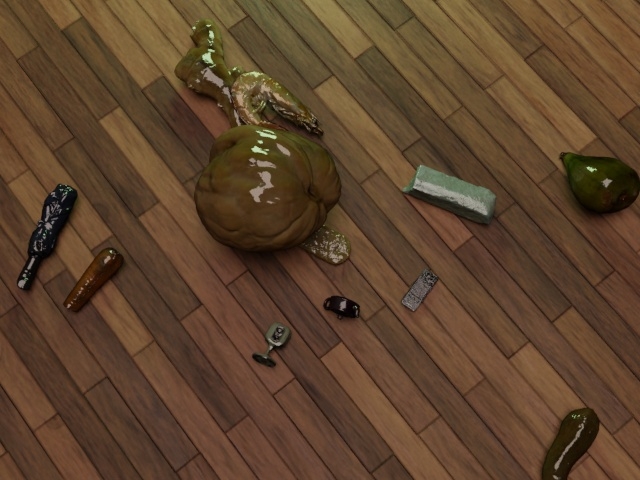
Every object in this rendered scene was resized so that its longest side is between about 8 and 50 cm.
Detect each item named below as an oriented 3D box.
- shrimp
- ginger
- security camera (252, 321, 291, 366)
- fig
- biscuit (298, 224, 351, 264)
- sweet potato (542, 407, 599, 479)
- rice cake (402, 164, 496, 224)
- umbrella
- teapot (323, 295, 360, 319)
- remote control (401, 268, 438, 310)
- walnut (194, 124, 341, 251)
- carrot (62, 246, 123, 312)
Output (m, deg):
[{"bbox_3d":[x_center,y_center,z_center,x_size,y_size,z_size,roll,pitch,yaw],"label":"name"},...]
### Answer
[{"bbox_3d":[-0.099,-0.290,1.901,0.236,0.053,0.133,34,59,-6],"label":"shrimp"},{"bbox_3d":[-0.237,-0.363,1.937,0.147,0.081,0.334,-25,76,-28],"label":"ginger"},{"bbox_3d":[-0.101,0.215,1.780,0.058,0.058,0.092,21,67,7],"label":"security camera"},{"bbox_3d":[0.603,-0.127,1.851,0.133,0.185,0.127,-28,114,-12],"label":"fig"},{"bbox_3d":[0.000,0.000,1.854,0.147,0.018,0.071,28,76,8],"label":"biscuit"},{"bbox_3d":[0.497,0.440,1.698,0.081,0.062,0.233,23,78,6],"label":"sweet potato"},{"bbox_3d":[0.288,-0.103,1.856,0.206,0.063,0.069,24,74,7],"label":"rice cake"},{"bbox_3d":[-0.608,-0.011,1.845,0.070,0.071,0.248,23,79,7],"label":"umbrella"},{"bbox_3d":[0.044,0.145,1.788,0.100,0.068,0.045,9,73,41],"label":"teapot"},{"bbox_3d":[0.215,0.108,1.821,0.039,0.014,0.096,36,76,10],"label":"remote control"},{"bbox_3d":[-0.116,-0.108,1.756,0.285,0.285,0.296,29,50,9],"label":"walnut"},{"bbox_3d":[-0.491,0.084,1.823,0.055,0.055,0.161,39,85,11],"label":"carrot"}]
